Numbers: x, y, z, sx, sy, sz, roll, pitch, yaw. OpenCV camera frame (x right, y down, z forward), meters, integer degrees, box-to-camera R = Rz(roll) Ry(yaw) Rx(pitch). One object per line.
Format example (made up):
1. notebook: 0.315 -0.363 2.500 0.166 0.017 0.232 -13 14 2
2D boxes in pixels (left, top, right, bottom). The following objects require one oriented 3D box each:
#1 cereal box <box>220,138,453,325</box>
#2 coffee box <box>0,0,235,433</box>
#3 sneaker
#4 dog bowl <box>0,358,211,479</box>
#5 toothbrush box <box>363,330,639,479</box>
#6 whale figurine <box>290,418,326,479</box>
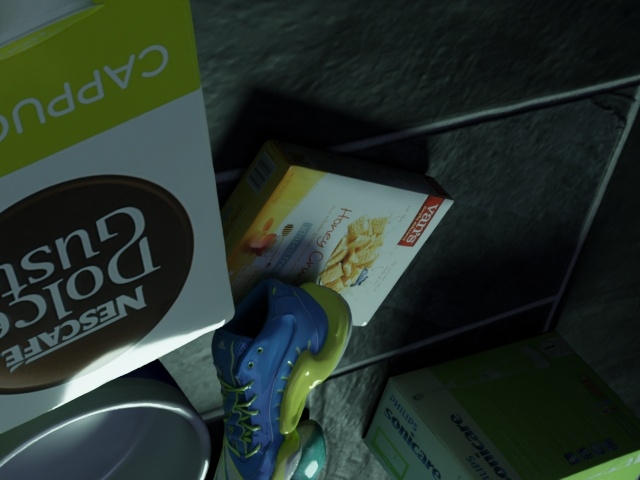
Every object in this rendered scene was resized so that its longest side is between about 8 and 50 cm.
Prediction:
1. cereal box: 0.000 0.000 1.184 0.240 0.047 0.173 9 123 -46
2. coffee box: -0.274 -0.097 0.593 0.337 0.338 0.334 -25 142 -19
3. sneaker: -0.068 0.139 1.143 0.126 0.091 0.240 28 83 -38
4. dog bowl: -0.240 0.209 1.142 0.265 0.104 0.265 -24 140 -22
5. toothbrush box: 0.231 0.244 1.513 0.283 0.206 0.122 -10 135 -36
6. whale figurine: -0.057 0.331 1.375 0.272 0.141 0.216 -56 177 -4
